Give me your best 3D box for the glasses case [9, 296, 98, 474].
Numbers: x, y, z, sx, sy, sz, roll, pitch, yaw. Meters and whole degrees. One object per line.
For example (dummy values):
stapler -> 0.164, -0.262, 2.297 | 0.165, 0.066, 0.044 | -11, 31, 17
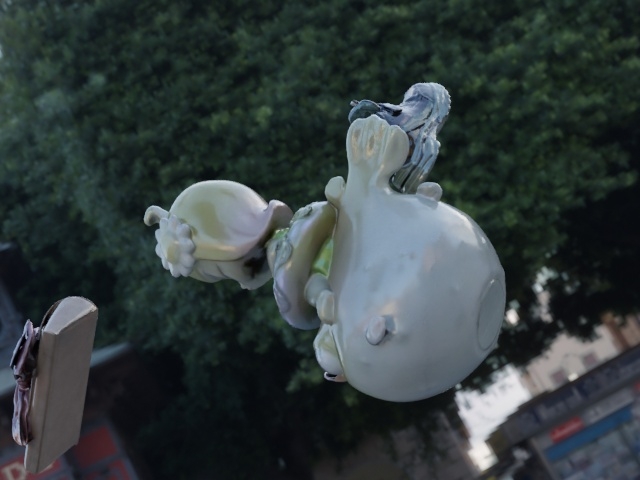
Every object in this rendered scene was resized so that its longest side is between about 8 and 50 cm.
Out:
glasses case -> -0.309, 0.159, 1.222 | 0.102, 0.070, 0.193 | -38, -34, -59

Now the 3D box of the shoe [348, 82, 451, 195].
shoe -> 0.076, -0.121, 1.188 | 0.099, 0.169, 0.071 | 22, -46, -8

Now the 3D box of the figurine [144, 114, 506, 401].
figurine -> 0.000, 0.000, 1.155 | 0.227, 0.394, 0.274 | -7, -70, -61
